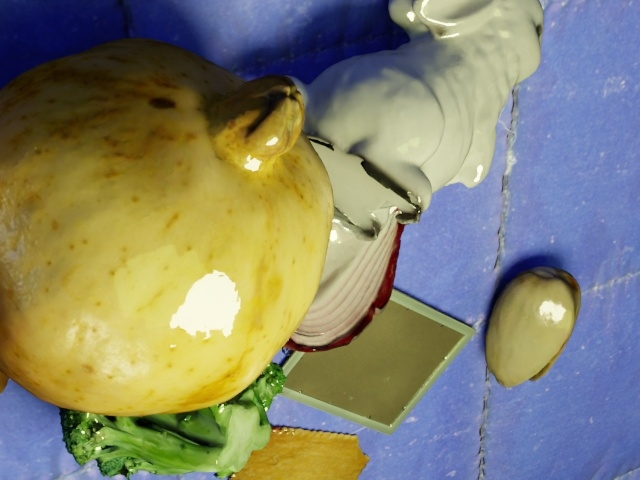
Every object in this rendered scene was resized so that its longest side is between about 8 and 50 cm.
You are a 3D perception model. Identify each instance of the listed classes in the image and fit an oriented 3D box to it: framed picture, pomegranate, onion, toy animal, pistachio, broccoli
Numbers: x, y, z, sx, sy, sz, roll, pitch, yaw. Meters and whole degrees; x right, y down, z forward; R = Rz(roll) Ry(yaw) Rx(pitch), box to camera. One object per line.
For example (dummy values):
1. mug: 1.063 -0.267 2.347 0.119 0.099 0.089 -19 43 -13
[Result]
1. framed picture: 0.075 0.164 1.719 0.274 0.017 0.217 29 104 -42
2. pomegranate: -0.157 -0.026 1.164 0.410 0.410 0.410 -17 130 -21
3. onion: 0.000 0.000 1.465 0.283 0.120 0.227 -30 105 -30
4. toy animal: 0.117 -0.182 1.375 0.258 0.194 0.357 45 69 -19
5. pistachio: 0.309 0.126 1.760 0.129 0.131 0.206 -2 129 -21
6. broccoli: -0.172 0.173 1.417 0.294 0.245 0.265 -35 140 -46

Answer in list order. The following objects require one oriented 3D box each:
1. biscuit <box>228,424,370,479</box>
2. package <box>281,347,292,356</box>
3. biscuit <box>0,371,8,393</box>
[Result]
1. biscuit: -0.047 0.371 1.801 0.236 0.013 0.232 13 115 -38
2. package: -0.065 0.108 1.582 0.077 0.033 0.111 -5 114 0
3. biscuit: -0.331 0.097 1.406 0.205 0.031 0.138 -33 139 -4
